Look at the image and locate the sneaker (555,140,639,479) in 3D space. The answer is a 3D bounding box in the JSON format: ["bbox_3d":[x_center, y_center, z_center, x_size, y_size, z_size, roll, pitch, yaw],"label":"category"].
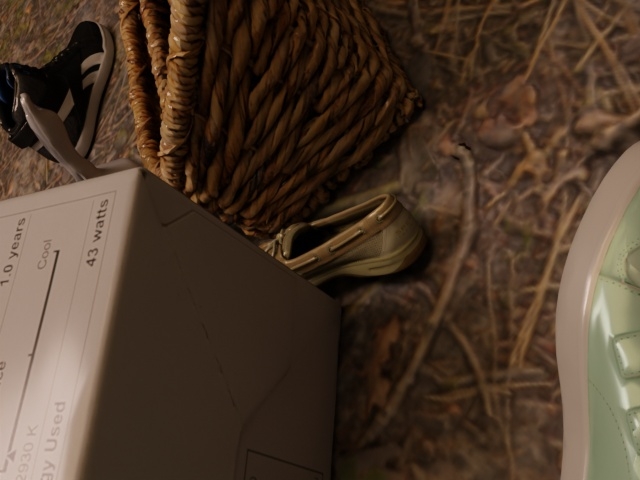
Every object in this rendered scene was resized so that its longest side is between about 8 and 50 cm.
[{"bbox_3d":[0.171,0.081,0.301,0.151,0.094,0.256,-2,78,52],"label":"sneaker"}]

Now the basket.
[{"bbox_3d":[-0.101,-0.170,0.628,0.213,0.223,0.299,-41,46,23],"label":"basket"}]

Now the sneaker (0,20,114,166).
[{"bbox_3d":[-0.327,-0.205,0.963,0.079,0.121,0.217,-23,54,36],"label":"sneaker"}]

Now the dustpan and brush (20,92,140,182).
[{"bbox_3d":[-0.167,-0.036,0.636,0.060,0.211,0.147,-29,39,-15],"label":"dustpan and brush"}]

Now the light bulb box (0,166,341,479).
[{"bbox_3d":[-0.203,0.185,0.486,0.361,0.225,0.358,-9,62,28],"label":"light bulb box"}]

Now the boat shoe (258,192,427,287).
[{"bbox_3d":[0.000,0.001,0.549,0.153,0.048,0.056,-9,37,42],"label":"boat shoe"}]
